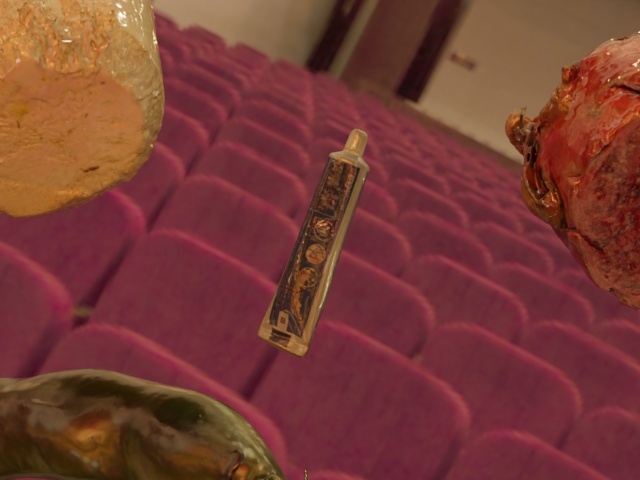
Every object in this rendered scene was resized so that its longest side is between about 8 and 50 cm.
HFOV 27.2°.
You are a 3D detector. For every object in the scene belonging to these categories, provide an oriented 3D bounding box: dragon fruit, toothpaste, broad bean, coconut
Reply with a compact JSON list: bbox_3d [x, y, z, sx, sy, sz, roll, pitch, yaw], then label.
[{"bbox_3d":[0.249,-0.056,0.986,0.147,0.211,0.282,-108,-178,-49],"label":"dragon fruit"},{"bbox_3d":[0.000,0.000,1.112,0.057,0.197,0.035,22,3,37],"label":"toothpaste"},{"bbox_3d":[-0.107,0.082,0.552,0.255,0.065,0.046,-1,-41,34],"label":"broad bean"},{"bbox_3d":[-0.130,-0.085,0.601,0.116,0.116,0.122,23,32,-35],"label":"coconut"}]
